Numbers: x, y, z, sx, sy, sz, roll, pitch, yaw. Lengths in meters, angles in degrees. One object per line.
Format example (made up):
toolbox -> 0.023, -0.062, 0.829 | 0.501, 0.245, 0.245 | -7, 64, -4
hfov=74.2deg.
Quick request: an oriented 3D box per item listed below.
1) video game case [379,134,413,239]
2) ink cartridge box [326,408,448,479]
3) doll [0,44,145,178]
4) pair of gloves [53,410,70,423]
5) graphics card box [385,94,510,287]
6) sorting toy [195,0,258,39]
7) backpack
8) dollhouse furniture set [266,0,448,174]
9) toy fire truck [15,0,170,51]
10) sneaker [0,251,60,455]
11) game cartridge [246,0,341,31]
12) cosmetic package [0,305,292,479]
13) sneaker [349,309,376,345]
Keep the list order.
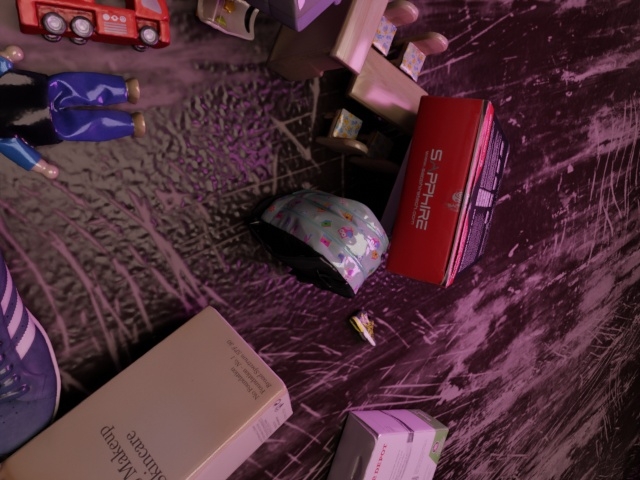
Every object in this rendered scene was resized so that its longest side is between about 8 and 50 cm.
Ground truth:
video game case -> 0.154, -0.095, 0.699 | 0.201, 0.023, 0.183 | -70, 162, 1
ink cartridge box -> 0.137, 0.433, 0.850 | 0.220, 0.093, 0.160 | 17, 92, -37
doll -> -0.283, -0.127, 0.430 | 0.189, 0.046, 0.128 | -12, 109, -32
pair of gloves -> -0.309, 0.253, 0.539 | 0.074, 0.010, 0.083 | 0, 102, -35
graphics card box -> 0.221, -0.071, 0.676 | 0.371, 0.094, 0.232 | -8, 110, -61
sorting toy -> -0.106, -0.286, 0.516 | 0.075, 0.045, 0.083 | 13, 95, -44
backpack -> 0.000, 0.000, 0.579 | 0.152, 0.182, 0.115 | 44, 77, -34
dollhouse furniture set -> 0.077, -0.229, 0.582 | 0.242, 0.161, 0.211 | 20, 91, -37
toy fire truck -> -0.250, -0.268, 0.414 | 0.192, 0.047, 0.135 | -10, 107, -34
sneaker -> -0.339, 0.080, 0.384 | 0.131, 0.148, 0.349 | -21, 114, -29
game cartridge -> 0.007, -0.391, 0.462 | 0.355, 0.230, 0.068 | -48, 158, -15
cosmetic package -> -0.200, 0.242, 0.496 | 0.310, 0.160, 0.113 | -39, 150, -26
sneaker -> 0.087, 0.161, 0.778 | 0.035, 0.031, 0.083 | -45, 123, -18
